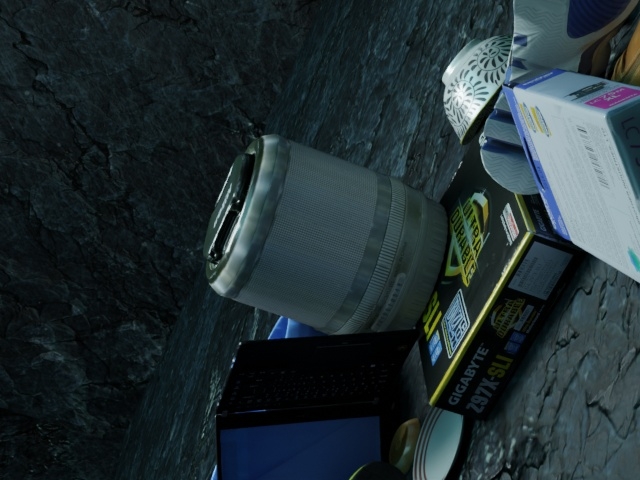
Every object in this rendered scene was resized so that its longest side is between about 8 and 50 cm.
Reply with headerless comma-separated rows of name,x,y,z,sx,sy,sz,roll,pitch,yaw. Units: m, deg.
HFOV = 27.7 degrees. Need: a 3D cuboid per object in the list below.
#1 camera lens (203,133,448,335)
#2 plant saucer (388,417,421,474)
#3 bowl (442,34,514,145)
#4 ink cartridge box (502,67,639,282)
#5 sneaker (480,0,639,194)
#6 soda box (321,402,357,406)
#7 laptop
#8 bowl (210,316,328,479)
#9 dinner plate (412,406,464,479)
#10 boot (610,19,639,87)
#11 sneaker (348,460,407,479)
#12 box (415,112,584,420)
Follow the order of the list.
camera lens,0.000,0.000,1.682,0.219,0.274,0.219,-160,90,-78
plant saucer,0.110,0.276,1.737,0.083,0.015,0.083,-161,90,-77
bowl,0.215,-0.216,1.717,0.170,0.080,0.170,-46,-10,-10
ink cartridge box,0.270,-0.065,1.244,0.065,0.186,0.311,-26,15,-6
sneaker,0.269,-0.222,1.442,0.182,0.127,0.316,-52,-18,-65
soda box,-0.012,0.295,2.041,0.286,0.091,0.098,125,161,-48
laptop,-0.004,0.241,1.626,0.264,0.234,0.137,112,149,-50
bowl,-0.083,0.295,1.869,0.391,0.077,0.391,-159,90,-84
dinner plate,0.150,0.251,1.605,0.141,0.017,0.141,-160,90,-78
boot,0.330,-0.119,1.220,0.220,0.109,0.284,118,159,-50
sneaker,0.036,0.423,1.632,0.121,0.111,0.300,139,149,-71
box,0.202,0.025,1.595,0.322,0.079,0.257,-94,25,-60
